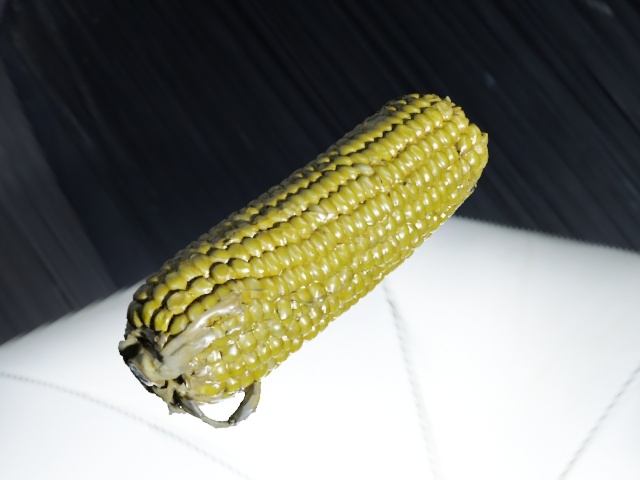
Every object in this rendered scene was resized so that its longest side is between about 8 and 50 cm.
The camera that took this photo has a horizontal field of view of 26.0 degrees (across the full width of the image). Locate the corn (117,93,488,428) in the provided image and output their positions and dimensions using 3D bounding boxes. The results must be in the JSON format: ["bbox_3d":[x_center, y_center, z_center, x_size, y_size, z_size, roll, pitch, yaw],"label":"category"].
[{"bbox_3d":[0.000,0.000,0.884,0.293,0.106,0.106,-39,170,-23],"label":"corn"}]
